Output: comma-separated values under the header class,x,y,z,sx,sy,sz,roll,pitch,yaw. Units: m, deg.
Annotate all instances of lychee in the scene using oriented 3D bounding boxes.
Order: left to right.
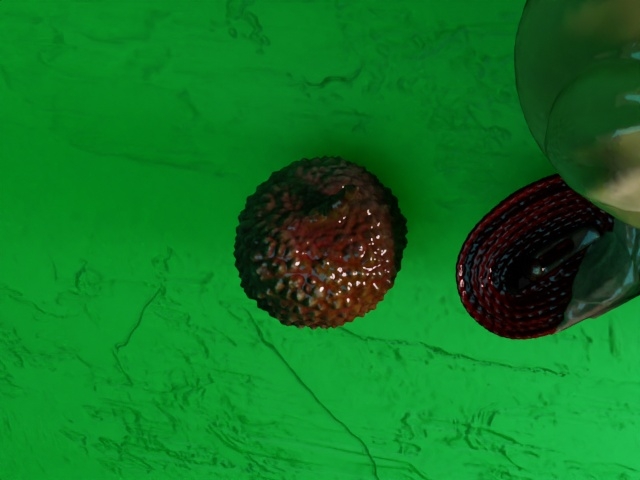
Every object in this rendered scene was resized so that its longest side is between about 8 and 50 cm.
class,x,y,z,sx,sy,sz,roll,pitch,yaw
lychee,0.000,0.000,1.733,0.165,0.165,0.197,29,154,11

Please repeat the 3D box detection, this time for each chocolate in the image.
class,x,y,z,sx,sy,sz,roll,pitch,yaw
chocolate,0.307,-0.158,1.390,0.314,0.297,0.326,28,127,5

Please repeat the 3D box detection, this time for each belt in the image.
class,x,y,z,sx,sy,sz,roll,pitch,yaw
belt,0.227,0.005,1.640,0.201,0.124,0.128,-32,81,34
